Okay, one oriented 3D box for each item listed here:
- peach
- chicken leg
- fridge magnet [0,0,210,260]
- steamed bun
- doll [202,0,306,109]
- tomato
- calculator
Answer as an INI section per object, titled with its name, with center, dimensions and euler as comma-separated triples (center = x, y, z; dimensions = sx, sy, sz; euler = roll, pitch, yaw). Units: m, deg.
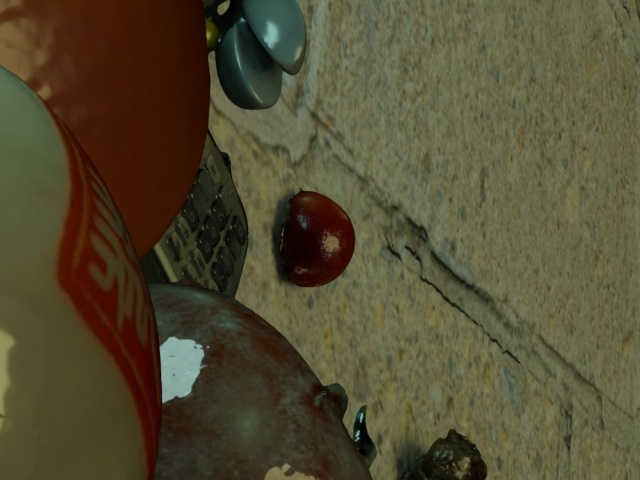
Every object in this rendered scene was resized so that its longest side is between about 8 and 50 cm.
[peach]
center = 0.000, -0.001, 1.587
dimensions = 0.098, 0.061, 0.098
euler = -1, 90, -70
[chicken leg]
center = 0.145, 0.295, 1.827
dimensions = 0.125, 0.080, 0.196
euler = -63, 148, -31
[fridge magnet]
center = -0.203, -0.141, 1.074
dimensions = 0.363, 0.155, 0.363
euler = 12, 76, -55
[steamed bun]
center = -0.207, 0.051, 0.800
dimensions = 0.241, 0.374, 0.374
euler = -19, 107, -23
[doll]
center = -0.108, -0.225, 1.321
dimensions = 0.195, 0.153, 0.258
euler = 24, 46, -47
[tomato]
center = -0.098, 0.182, 1.075
dimensions = 0.282, 0.317, 0.316
euler = -27, 116, -20
[calculator]
center = -0.119, 0.007, 1.370
dimensions = 0.177, 0.040, 0.268
euler = 68, 30, -31
